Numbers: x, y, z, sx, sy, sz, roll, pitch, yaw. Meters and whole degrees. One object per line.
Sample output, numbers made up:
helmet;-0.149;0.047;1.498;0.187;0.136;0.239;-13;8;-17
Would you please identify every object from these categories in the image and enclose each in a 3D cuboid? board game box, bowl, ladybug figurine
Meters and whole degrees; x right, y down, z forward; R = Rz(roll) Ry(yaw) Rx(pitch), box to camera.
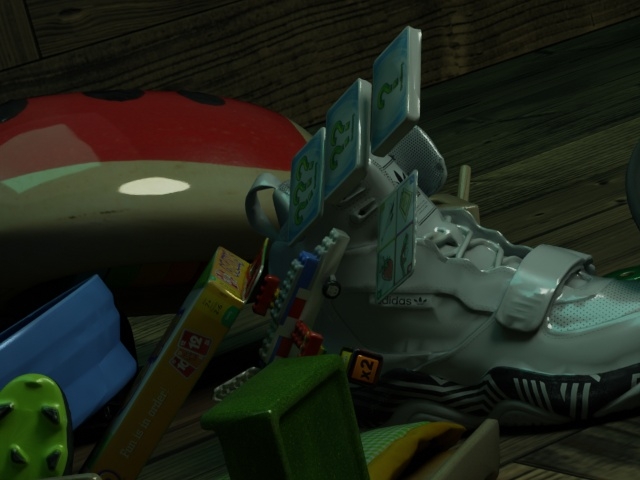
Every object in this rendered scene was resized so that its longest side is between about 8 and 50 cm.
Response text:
board game box;-0.112;0.110;1.274;0.259;0.039;0.124;-55;6;8
bowl;-0.292;0.160;1.309;0.391;0.077;0.391;-34;4;3
ladybug figurine;-0.166;-0.033;1.672;0.449;0.162;0.305;0;-15;-36

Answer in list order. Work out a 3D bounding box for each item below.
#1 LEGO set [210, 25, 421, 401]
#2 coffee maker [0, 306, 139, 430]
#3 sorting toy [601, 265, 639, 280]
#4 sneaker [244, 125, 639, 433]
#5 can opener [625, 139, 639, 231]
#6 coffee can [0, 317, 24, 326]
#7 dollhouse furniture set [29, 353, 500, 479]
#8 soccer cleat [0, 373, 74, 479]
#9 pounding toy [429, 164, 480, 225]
LEGO set;0.000;0.000;1.249;0.060;0.244;0.182;17;-34;-22
coffee maker;-0.250;0.115;1.683;0.178;0.120;0.171;-12;10;17
sorting toy;0.357;0.011;1.544;0.274;0.046;0.132;-15;10;6
sneaker;0.112;0.021;1.383;0.366;0.210;0.137;-11;11;25
can opener;0.255;0.025;1.277;0.093;0.074;0.280;-15;35;17
coffee can;-0.391;0.076;1.882;0.275;0.201;0.201;-14;10;10
dollhouse furniture set;-0.034;0.132;1.158;0.197;0.151;0.301;-10;11;26
soccer cleat;-0.179;0.166;1.142;0.060;0.179;0.072;6;0;-4
pounding toy;0.104;0.008;1.691;0.100;0.130;0.141;-6;8;-9
